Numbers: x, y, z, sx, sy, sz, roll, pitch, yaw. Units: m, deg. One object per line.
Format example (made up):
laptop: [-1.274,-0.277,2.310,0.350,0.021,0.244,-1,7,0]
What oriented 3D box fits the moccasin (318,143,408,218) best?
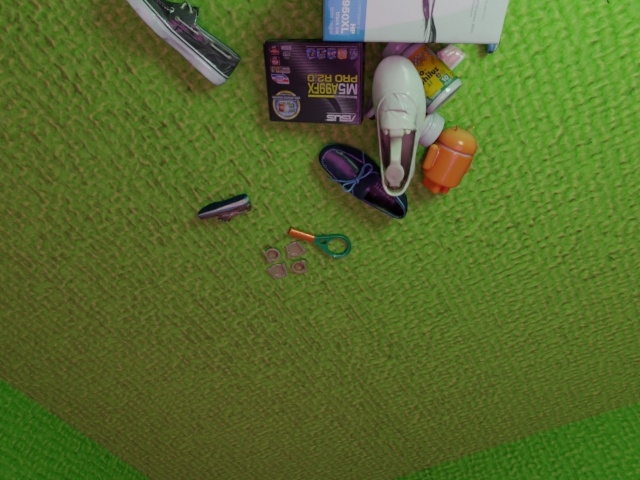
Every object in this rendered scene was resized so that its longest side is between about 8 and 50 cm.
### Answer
moccasin: [0.151,-0.187,1.365,0.342,0.116,0.137,27,118,-17]

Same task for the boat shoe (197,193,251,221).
boat shoe: [-0.318,-0.095,1.451,0.184,0.066,0.066,-15,123,9]

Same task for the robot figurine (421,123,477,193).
robot figurine: [0.392,-0.249,1.324,0.158,0.128,0.219,20,122,-1]

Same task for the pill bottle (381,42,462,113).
pill bottle: [0.266,-0.452,1.166,0.118,0.117,0.208,-43,87,23]

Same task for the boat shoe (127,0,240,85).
boat shoe: [-0.355,-0.563,1.137,0.119,0.121,0.335,-43,125,15]

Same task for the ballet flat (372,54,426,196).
ballet flat: [0.208,-0.280,1.164,0.139,0.139,0.400,-6,137,4]

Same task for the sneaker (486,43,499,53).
sneaker: [0.441,-0.582,1.160,0.073,0.063,0.162,-4,120,23]

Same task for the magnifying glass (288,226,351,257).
magnifying glass: [0.000,0.000,1.542,0.231,0.026,0.092,17,121,-13]

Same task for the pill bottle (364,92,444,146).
pill bottle: [0.242,-0.362,1.254,0.209,0.119,0.119,25,119,-16]

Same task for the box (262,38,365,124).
box: [-0.014,-0.438,1.205,0.271,0.060,0.216,6,123,11]

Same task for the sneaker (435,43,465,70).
sneaker: [0.332,-0.487,1.217,0.070,0.051,0.134,37,117,-14]

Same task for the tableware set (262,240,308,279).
tableware set: [-0.124,0.075,1.589,0.169,0.020,0.141,-13,122,8]

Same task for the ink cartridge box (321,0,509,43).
ink cartridge box: [0.201,-0.571,1.020,0.396,0.285,0.166,1,124,0]
